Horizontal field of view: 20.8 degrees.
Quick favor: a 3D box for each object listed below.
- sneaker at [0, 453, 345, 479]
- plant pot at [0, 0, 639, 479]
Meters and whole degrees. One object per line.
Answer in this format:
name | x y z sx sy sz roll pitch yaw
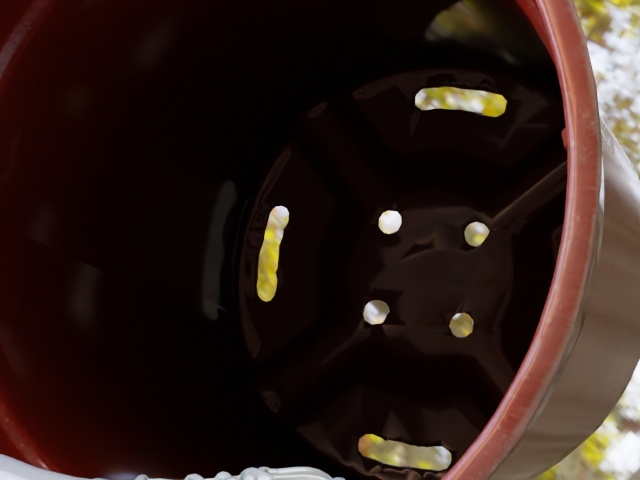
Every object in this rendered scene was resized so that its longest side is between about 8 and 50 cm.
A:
sneaker | -0.024 0.080 0.444 0.152 0.054 0.061 23 -86 -2
plant pot | 0.000 0.000 0.648 0.272 0.272 0.265 -55 -22 7
